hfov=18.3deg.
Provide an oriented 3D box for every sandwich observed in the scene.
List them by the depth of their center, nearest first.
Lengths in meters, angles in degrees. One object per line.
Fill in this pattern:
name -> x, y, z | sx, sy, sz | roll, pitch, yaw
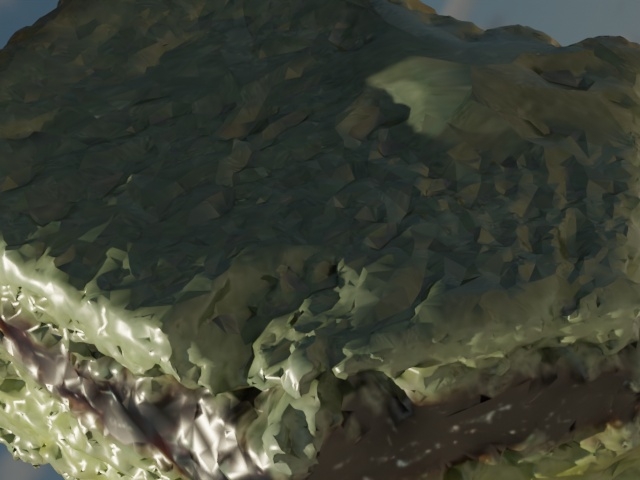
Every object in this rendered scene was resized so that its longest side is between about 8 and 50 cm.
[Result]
sandwich -> 0.000, 0.000, 0.801 | 0.262, 0.325, 0.131 | -41, -37, -36
